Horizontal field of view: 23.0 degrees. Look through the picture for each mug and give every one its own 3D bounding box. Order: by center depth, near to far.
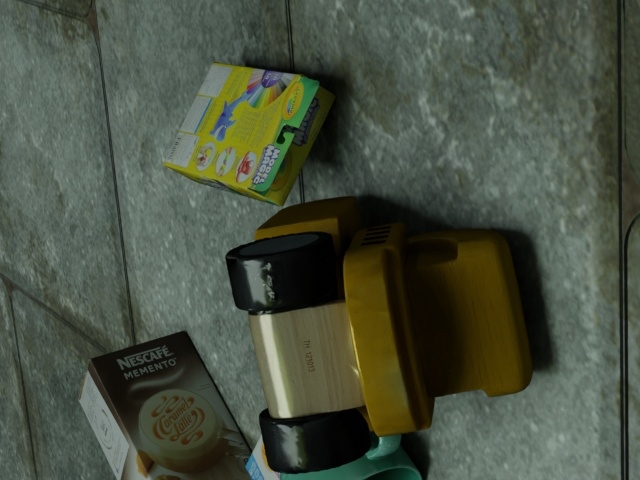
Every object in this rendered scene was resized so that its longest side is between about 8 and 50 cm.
[{"bbox_3d":[0.033,0.228,1.590,0.158,0.129,0.097,-45,53,12],"label":"mug"}]

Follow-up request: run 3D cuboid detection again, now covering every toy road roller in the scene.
[{"bbox_3d":[0.065,0.071,1.427,0.329,0.240,0.203,-56,-44,-78],"label":"toy road roller"}]

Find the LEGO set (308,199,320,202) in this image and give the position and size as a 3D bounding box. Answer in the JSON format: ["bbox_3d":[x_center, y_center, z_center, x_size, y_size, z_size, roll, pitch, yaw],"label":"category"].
[{"bbox_3d":[0.001,-0.001,1.639,0.054,0.023,0.083,20,107,54],"label":"LEGO set"}]

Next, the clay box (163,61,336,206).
[{"bbox_3d":[-0.068,-0.110,1.608,0.222,0.053,0.127,19,82,56],"label":"clay box"}]

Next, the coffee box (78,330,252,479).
[{"bbox_3d":[-0.188,0.252,1.965,0.246,0.141,0.098,58,147,27],"label":"coffee box"}]

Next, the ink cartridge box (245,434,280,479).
[{"bbox_3d":[-0.016,0.241,1.737,0.104,0.061,0.181,59,147,26],"label":"ink cartridge box"}]
